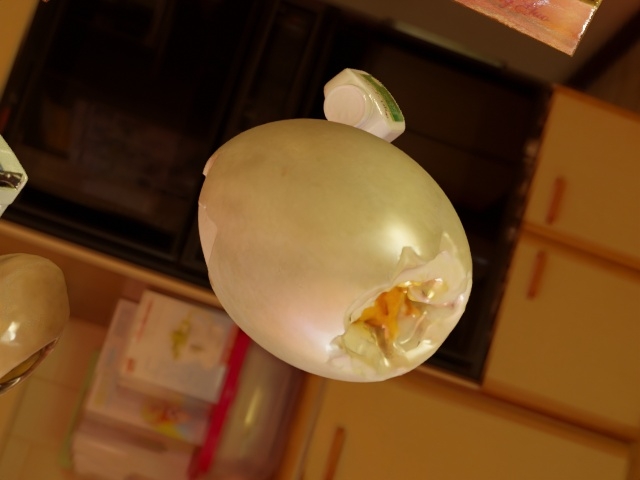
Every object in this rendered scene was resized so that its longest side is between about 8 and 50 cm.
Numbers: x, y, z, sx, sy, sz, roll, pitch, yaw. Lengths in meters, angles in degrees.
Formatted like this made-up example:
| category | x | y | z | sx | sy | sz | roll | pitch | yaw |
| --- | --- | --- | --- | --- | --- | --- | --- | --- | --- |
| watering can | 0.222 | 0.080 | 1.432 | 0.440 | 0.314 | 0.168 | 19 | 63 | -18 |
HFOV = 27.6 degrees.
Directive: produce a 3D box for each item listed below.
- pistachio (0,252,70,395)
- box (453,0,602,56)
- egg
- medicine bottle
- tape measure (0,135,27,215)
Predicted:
| category | x | y | z | sx | sy | sz | roll | pitch | yaw |
| --- | --- | --- | --- | --- | --- | --- | --- | --- | --- |
| pistachio | -0.425 | 0.115 | 1.764 | 0.138 | 0.153 | 0.238 | 108 | 176 | -54 |
| box | 0.205 | -0.291 | 1.197 | 0.240 | 0.159 | 0.071 | -59 | -5 | -38 |
| egg | 0.000 | 0.000 | 1.501 | 0.336 | 0.278 | 0.278 | 40 | 119 | 35 |
| medicine bottle | 0.060 | -0.197 | 1.936 | 0.069 | 0.119 | 0.183 | -35 | -6 | 17 |
| tape measure | -0.600 | -0.100 | 2.017 | 0.259 | 0.138 | 0.262 | 51 | 121 | 28 |
